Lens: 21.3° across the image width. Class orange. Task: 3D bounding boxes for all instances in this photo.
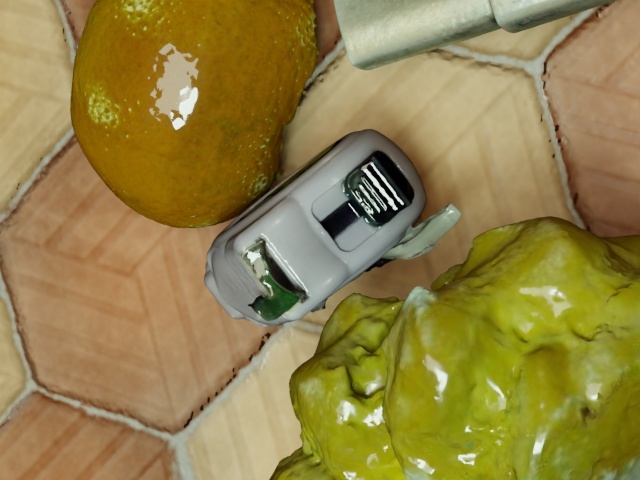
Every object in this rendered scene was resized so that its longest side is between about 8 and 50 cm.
[{"bbox_3d":[-0.108,-0.128,1.345,0.179,0.158,0.237,27,103,22],"label":"orange"}]

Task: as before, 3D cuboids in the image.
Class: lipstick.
[{"bbox_3d":[0.138,-0.194,1.290,0.253,0.077,0.079,-17,87,21],"label":"lipstick"}]

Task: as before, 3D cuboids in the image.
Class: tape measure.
[{"bbox_3d":[0.003,-0.002,1.295,0.178,0.196,0.105,-39,94,-9],"label":"tape measure"}]

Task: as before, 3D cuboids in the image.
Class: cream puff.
[{"bbox_3d":[0.125,0.145,1.206,0.275,0.378,0.378,37,107,48],"label":"cream puff"}]
